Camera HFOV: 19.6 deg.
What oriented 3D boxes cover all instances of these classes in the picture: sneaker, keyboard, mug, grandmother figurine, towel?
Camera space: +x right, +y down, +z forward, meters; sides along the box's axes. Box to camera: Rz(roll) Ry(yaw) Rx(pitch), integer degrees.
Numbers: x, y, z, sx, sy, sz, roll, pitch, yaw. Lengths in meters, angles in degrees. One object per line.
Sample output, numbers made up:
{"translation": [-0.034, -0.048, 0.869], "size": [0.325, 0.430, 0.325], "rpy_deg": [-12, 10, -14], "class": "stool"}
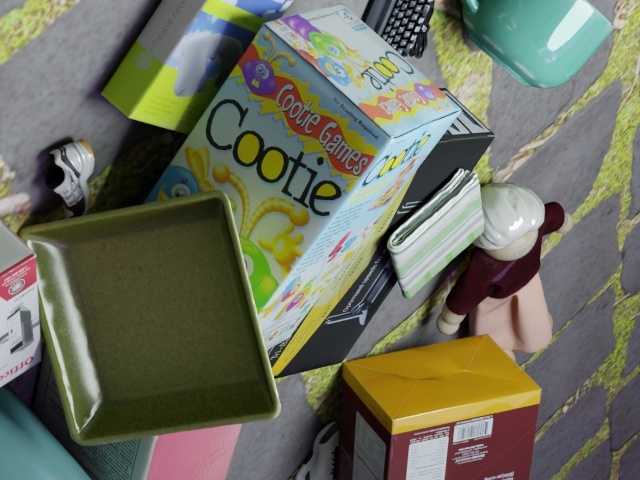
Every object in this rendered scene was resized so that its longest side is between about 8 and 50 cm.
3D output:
{"translation": [0.010, 0.257, 2.183], "size": [0.040, 0.044, 0.109], "rpy_deg": [-11, 133, -49], "class": "sneaker"}
{"translation": [0.073, -0.191, 1.712], "size": [0.108, 0.023, 0.180], "rpy_deg": [-17, 140, -48], "class": "keyboard"}
{"translation": [0.189, -0.215, 1.763], "size": [0.097, 0.158, 0.129], "rpy_deg": [-51, 178, 8], "class": "mug"}
{"translation": [-0.203, -0.045, 1.476], "size": [0.037, 0.032, 0.083], "rpy_deg": [-17, 137, -26], "class": "sneaker"}
{"translation": [0.222, 0.034, 2.156], "size": [0.208, 0.104, 0.342], "rpy_deg": [-51, 158, -17], "class": "grandmother figurine"}
{"translation": [0.112, -0.005, 1.810], "size": [0.113, 0.023, 0.152], "rpy_deg": [-41, 161, -8], "class": "towel"}

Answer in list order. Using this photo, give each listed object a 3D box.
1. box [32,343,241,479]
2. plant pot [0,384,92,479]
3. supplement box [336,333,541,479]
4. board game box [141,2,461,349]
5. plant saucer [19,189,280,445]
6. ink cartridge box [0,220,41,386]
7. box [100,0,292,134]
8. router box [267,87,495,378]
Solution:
{"translation": [-0.166, 0.165, 1.670], "size": [0.127, 0.148, 0.232], "rpy_deg": [-27, 147, -40], "class": "box"}
{"translation": [-0.281, 0.302, 1.552], "size": [0.293, 0.235, 0.293], "rpy_deg": [-42, 157, -23], "class": "plant pot"}
{"translation": [0.132, 0.236, 2.129], "size": [0.191, 0.129, 0.194], "rpy_deg": [-9, 121, -23], "class": "supplement box"}
{"translation": [-0.036, -0.041, 1.538], "size": [0.275, 0.142, 0.144], "rpy_deg": [-53, 167, 27], "class": "board game box"}
{"translation": [-0.131, 0.060, 1.493], "size": [0.045, 0.188, 0.188], "rpy_deg": [-36, 114, -68], "class": "plant saucer"}
{"translation": [-0.276, 0.063, 1.469], "size": [0.099, 0.056, 0.135], "rpy_deg": [-34, 149, -30], "class": "ink cartridge box"}
{"translation": [-0.087, -0.171, 1.470], "size": [0.178, 0.042, 0.109], "rpy_deg": [-55, 154, 12], "class": "box"}
{"translation": [0.000, 0.000, 1.759], "size": [0.243, 0.081, 0.309], "rpy_deg": [-8, 138, -53], "class": "router box"}
